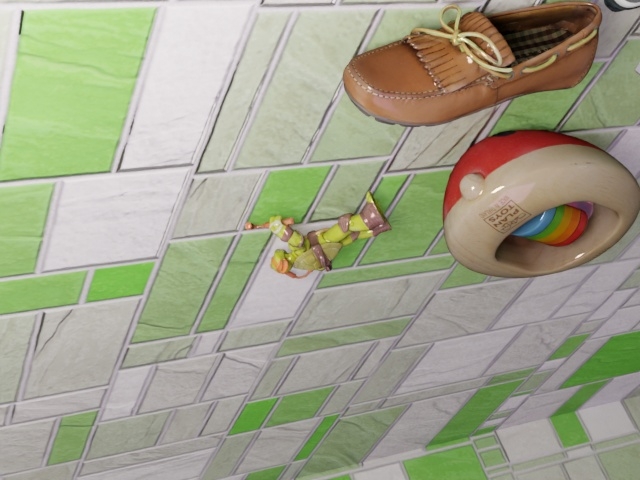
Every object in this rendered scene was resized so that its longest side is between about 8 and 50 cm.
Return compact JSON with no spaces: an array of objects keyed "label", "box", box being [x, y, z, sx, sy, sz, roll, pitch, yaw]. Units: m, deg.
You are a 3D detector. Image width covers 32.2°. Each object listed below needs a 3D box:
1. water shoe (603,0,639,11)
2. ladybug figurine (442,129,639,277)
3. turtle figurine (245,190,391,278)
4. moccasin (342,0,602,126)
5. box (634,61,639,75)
[{"label":"water shoe","box":[0.483,-0.375,1.529,0.203,0.073,0.080,-21,-179,-8]},{"label":"ladybug figurine","box":[0.356,-0.069,1.853,0.305,0.162,0.449,-36,150,25]},{"label":"turtle figurine","box":[0.000,0.000,1.788,0.217,0.087,0.269,-27,152,8]},{"label":"moccasin","box":[0.207,-0.244,1.460,0.380,0.139,0.147,-10,144,-18]},{"label":"box","box":[0.569,-0.308,1.636,0.145,0.038,0.186,10,120,-29]}]
